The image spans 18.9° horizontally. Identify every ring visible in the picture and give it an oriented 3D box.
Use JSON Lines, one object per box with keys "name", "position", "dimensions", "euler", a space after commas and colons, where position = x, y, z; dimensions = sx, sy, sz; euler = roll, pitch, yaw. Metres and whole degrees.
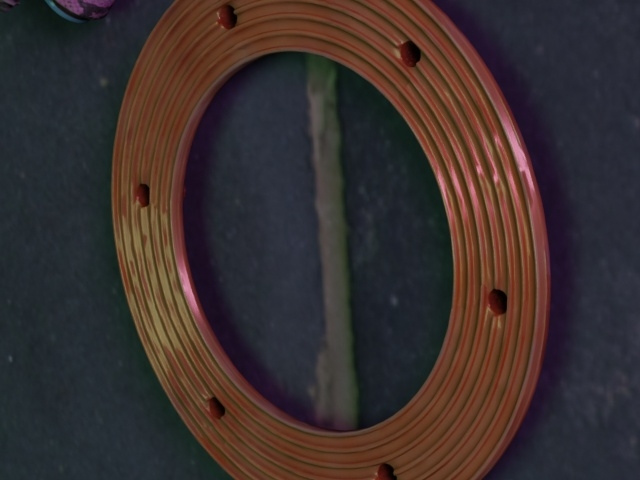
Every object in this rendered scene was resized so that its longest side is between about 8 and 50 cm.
{"name": "ring", "position": [0.000, 0.000, 1.095], "dimensions": [0.336, 0.032, 0.336], "euler": [13, 108, 43]}

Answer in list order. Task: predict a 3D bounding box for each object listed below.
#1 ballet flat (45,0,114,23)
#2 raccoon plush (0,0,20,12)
{"name": "ballet flat", "position": [-0.193, -0.228, 1.207], "dimensions": [0.221, 0.077, 0.079], "euler": [44, 109, 22]}
{"name": "raccoon plush", "position": [-0.223, -0.329, 1.103], "dimensions": [0.299, 0.446, 0.216], "euler": [43, 170, -25]}
